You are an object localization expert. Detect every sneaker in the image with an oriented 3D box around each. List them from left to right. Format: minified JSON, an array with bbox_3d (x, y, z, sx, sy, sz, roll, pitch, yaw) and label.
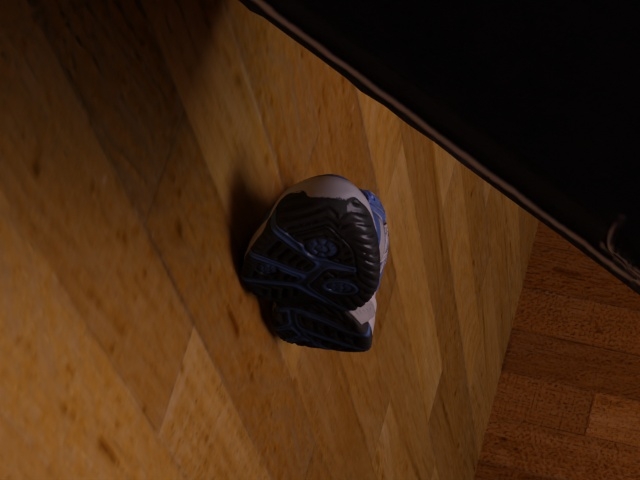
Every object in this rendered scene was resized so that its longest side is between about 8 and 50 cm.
[{"bbox_3d":[0.000,0.000,1.043,0.211,0.080,0.081,94,5,-71],"label":"sneaker"}]

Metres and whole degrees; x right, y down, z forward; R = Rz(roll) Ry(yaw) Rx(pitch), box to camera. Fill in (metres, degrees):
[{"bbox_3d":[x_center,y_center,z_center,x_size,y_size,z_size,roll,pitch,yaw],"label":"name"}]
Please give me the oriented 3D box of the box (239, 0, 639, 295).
[{"bbox_3d":[0.087,-0.140,0.666,0.212,0.293,0.395,-55,169,8],"label":"box"}]
